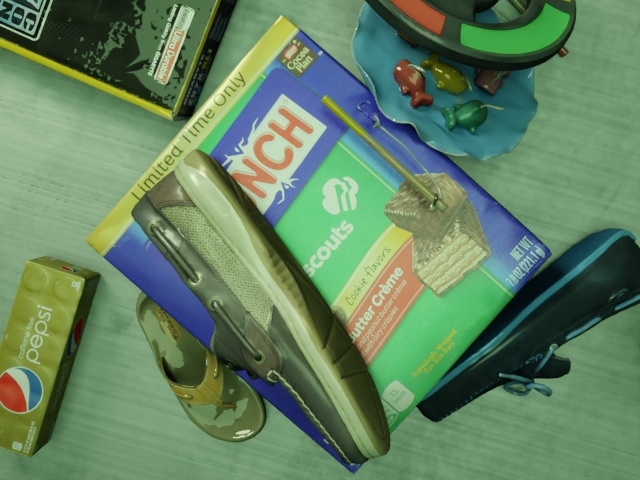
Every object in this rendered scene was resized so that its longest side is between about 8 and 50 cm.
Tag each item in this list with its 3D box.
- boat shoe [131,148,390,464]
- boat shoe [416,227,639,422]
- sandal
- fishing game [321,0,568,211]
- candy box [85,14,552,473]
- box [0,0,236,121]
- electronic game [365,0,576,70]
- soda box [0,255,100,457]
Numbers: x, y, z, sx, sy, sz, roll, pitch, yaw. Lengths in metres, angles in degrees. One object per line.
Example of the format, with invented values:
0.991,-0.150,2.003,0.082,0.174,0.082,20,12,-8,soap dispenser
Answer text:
-0.048,0.063,0.736,0.092,0.103,0.285,-35,88,10,boat shoe
0.205,0.095,0.847,0.258,0.109,0.089,-37,95,5,boat shoe
-0.122,0.122,0.884,0.072,0.049,0.180,-33,92,3,sandal
0.117,-0.160,0.800,0.189,0.041,0.264,46,57,-1,fishing game
0.000,0.000,0.837,0.317,0.122,0.268,41,94,0,candy box
-0.185,-0.307,0.835,0.257,0.079,0.322,24,99,2,box
0.122,-0.240,0.799,0.229,0.048,0.229,11,55,-17,electronic game
-0.273,0.109,0.883,0.061,0.058,0.181,18,93,1,soda box
